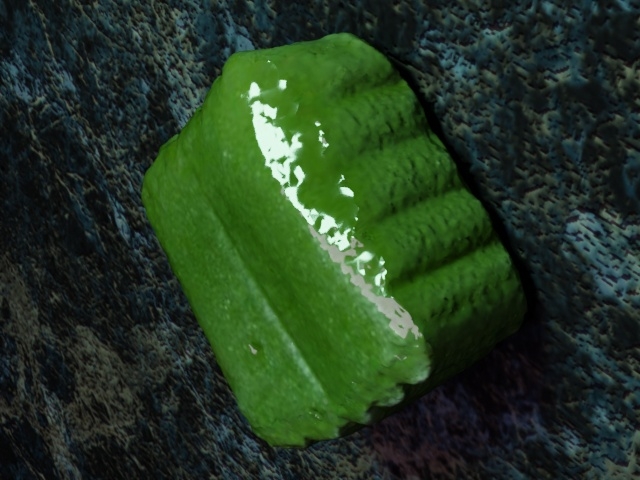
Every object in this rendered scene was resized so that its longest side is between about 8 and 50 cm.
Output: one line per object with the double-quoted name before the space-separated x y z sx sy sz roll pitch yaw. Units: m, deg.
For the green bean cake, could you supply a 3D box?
"green bean cake" 0.000 0.000 0.921 0.248 0.125 0.222 60 143 7
